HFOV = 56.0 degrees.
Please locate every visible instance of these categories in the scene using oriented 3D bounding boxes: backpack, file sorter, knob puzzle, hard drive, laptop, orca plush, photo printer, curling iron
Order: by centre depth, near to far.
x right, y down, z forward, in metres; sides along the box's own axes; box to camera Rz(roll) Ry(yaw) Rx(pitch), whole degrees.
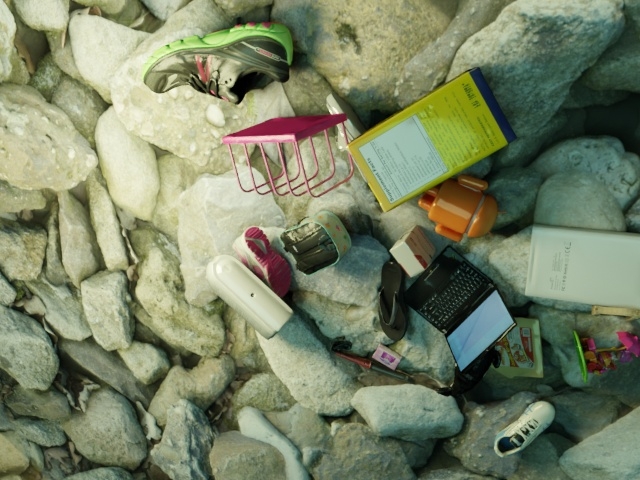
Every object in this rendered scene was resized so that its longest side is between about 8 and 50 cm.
[{"bbox_3d":[0.708,0.070,1.580,0.308,0.040,0.203,7,112,20],"label":"hard drive"},{"bbox_3d":[-0.083,-0.228,1.650,0.291,0.202,0.182,7,119,43],"label":"file sorter"},{"bbox_3d":[0.381,0.197,1.706,0.264,0.136,0.234,40,118,5],"label":"laptop"},{"bbox_3d":[0.541,0.302,1.739,0.213,0.030,0.213,9,107,33],"label":"knob puzzle"},{"bbox_3d":[0.418,0.361,1.758,0.151,0.102,0.287,44,122,19],"label":"orca plush"},{"bbox_3d":[0.000,0.000,1.775,0.188,0.144,0.166,-23,99,51],"label":"backpack"},{"bbox_3d":[-0.233,0.173,1.899,0.307,0.107,0.256,42,163,3],"label":"photo printer"},{"bbox_3d":[0.153,0.386,1.930,0.274,0.035,0.068,26,117,11],"label":"curling iron"}]

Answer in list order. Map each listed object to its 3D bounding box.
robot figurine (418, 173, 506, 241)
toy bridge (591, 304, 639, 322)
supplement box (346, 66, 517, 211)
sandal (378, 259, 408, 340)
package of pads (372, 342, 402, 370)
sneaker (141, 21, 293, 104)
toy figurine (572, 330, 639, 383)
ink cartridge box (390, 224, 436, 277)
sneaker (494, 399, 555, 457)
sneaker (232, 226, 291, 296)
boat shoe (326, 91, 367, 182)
[{"bbox_3d":[0.375,-0.085,1.608,0.219,0.128,0.158,25,82,12],"label":"robot figurine"},{"bbox_3d":[0.811,0.196,1.565,0.188,0.063,0.026,10,74,12],"label":"toy bridge"},{"bbox_3d":[0.268,-0.252,1.501,0.356,0.195,0.194,-29,98,13],"label":"supplement box"},{"bbox_3d":[0.207,0.184,1.808,0.097,0.054,0.254,8,111,40],"label":"sandal"},{"bbox_3d":[0.211,0.366,1.901,0.083,0.032,0.050,30,119,9],"label":"package of pads"},{"bbox_3d":[-0.302,-0.475,1.701,0.483,0.185,0.202,-5,104,25],"label":"sneaker"},{"bbox_3d":[0.778,0.307,1.615,0.159,0.130,0.173,-13,126,16],"label":"toy figurine"},{"bbox_3d":[0.262,0.029,1.692,0.056,0.135,0.099,-36,93,32],"label":"ink cartridge box"},{"bbox_3d":[0.608,0.565,1.787,0.085,0.086,0.237,39,118,6],"label":"sneaker"},{"bbox_3d":[-0.188,0.072,1.919,0.111,0.103,0.252,-12,113,47],"label":"sneaker"},{"bbox_3d":[0.085,-0.282,1.673,0.088,0.096,0.267,-32,104,24],"label":"boat shoe"}]
